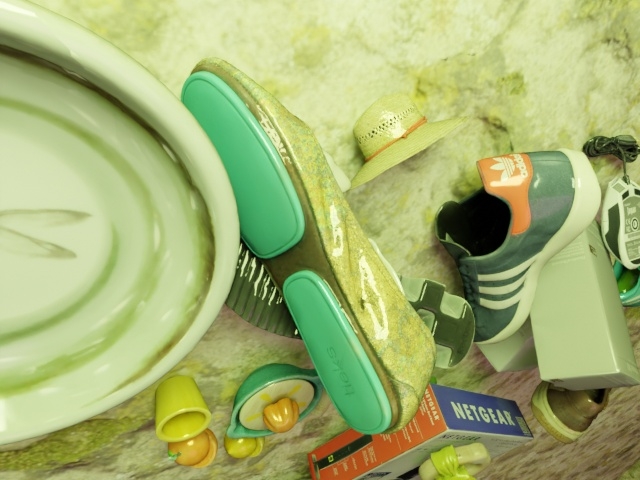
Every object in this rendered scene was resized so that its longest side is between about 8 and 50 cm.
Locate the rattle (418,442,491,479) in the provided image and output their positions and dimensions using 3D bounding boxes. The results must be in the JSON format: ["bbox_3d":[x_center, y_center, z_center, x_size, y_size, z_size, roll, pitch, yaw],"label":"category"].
[{"bbox_3d":[0.245,0.438,0.846,0.130,0.143,0.200,-22,139,-20],"label":"rattle"}]

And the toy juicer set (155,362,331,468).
[{"bbox_3d":[-0.066,0.256,0.717,0.329,0.089,0.209,-10,131,-23],"label":"toy juicer set"}]

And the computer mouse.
[{"bbox_3d":[0.425,-0.054,0.707,0.106,0.042,0.193,-9,94,-30],"label":"computer mouse"}]

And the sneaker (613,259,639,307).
[{"bbox_3d":[0.618,0.023,0.901,0.110,0.107,0.275,2,126,-20],"label":"sneaker"}]

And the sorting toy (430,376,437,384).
[{"bbox_3d":[0.212,0.308,0.956,0.061,0.042,0.102,-16,133,-17],"label":"sorting toy"}]

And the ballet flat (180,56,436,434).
[{"bbox_3d":[0.000,0.000,0.442,0.123,0.123,0.349,-28,93,-5],"label":"ballet flat"}]

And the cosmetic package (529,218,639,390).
[{"bbox_3d":[0.361,0.084,0.701,0.107,0.238,0.127,-23,148,37],"label":"cosmetic package"}]

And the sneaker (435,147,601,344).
[{"bbox_3d":[0.217,0.020,0.666,0.148,0.131,0.350,2,135,-5],"label":"sneaker"}]

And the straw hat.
[{"bbox_3d":[0.068,-0.110,0.488,0.144,0.144,0.061,-32,96,-1],"label":"straw hat"}]

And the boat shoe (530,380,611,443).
[{"bbox_3d":[0.482,0.214,0.887,0.342,0.123,0.123,-29,154,-48],"label":"boat shoe"}]

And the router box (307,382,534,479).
[{"bbox_3d":[0.196,0.394,0.948,0.335,0.082,0.301,23,127,-41],"label":"router box"}]

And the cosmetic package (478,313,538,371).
[{"bbox_3d":[0.389,0.126,0.870,0.117,0.085,0.231,9,124,-36],"label":"cosmetic package"}]

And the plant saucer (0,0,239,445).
[{"bbox_3d":[-0.267,0.005,0.372,0.400,0.100,0.400,-15,132,-17],"label":"plant saucer"}]

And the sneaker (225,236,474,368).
[{"bbox_3d":[-0.001,0.057,0.561,0.330,0.146,0.122,27,80,-18],"label":"sneaker"}]
